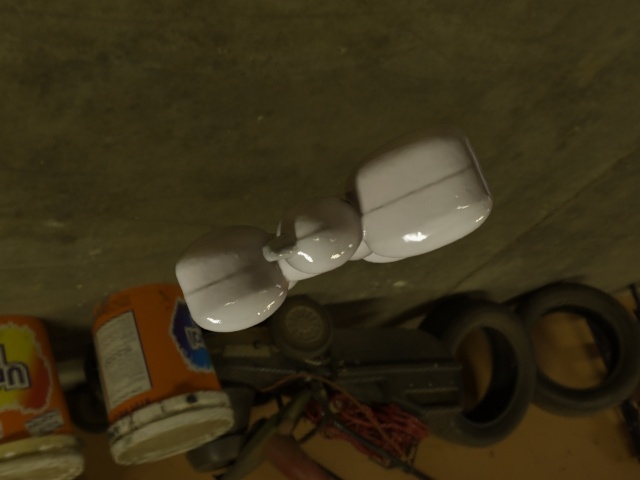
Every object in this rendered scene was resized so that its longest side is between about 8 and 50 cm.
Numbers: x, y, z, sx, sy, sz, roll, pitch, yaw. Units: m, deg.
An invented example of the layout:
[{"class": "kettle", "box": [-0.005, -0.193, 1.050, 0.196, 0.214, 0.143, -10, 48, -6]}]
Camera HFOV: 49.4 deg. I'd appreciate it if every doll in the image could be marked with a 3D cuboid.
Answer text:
[{"class": "doll", "box": [0.000, 0.000, 0.379, 0.160, 0.059, 0.161, -22, 178, -4]}]
